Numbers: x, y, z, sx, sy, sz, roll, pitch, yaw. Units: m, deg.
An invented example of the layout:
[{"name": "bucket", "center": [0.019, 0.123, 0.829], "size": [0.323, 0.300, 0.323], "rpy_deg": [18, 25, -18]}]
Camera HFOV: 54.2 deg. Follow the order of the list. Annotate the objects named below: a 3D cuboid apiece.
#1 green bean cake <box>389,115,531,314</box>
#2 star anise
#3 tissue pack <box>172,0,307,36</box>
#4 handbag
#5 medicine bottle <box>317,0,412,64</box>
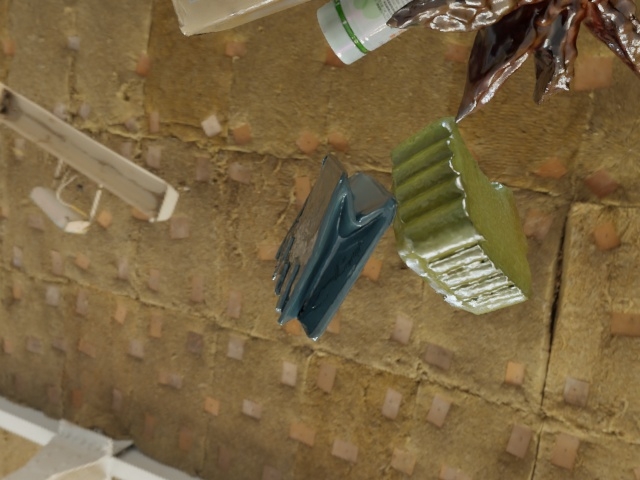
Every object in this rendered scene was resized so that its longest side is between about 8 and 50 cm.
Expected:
[{"name": "green bean cake", "center": [0.203, -0.031, 0.917], "size": [0.124, 0.236, 0.232], "rpy_deg": [-24, -135, 29]}, {"name": "star anise", "center": [0.178, -0.196, 0.452], "size": [0.288, 0.288, 0.088], "rpy_deg": [-48, -139, 24]}, {"name": "tissue pack", "center": [-0.026, -0.396, 0.752], "size": [0.306, 0.239, 0.238], "rpy_deg": [-8, -86, 29]}, {"name": "handbag", "center": [0.000, 0.000, 0.691], "size": [0.062, 0.229, 0.179], "rpy_deg": [27, -79, -10]}, {"name": "medicine bottle", "center": [0.093, -0.312, 0.813], "size": [0.183, 0.086, 0.086], "rpy_deg": [-26, -94, 24]}]
